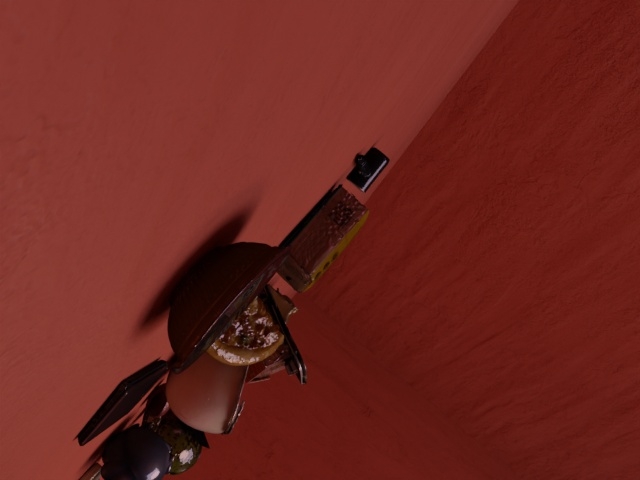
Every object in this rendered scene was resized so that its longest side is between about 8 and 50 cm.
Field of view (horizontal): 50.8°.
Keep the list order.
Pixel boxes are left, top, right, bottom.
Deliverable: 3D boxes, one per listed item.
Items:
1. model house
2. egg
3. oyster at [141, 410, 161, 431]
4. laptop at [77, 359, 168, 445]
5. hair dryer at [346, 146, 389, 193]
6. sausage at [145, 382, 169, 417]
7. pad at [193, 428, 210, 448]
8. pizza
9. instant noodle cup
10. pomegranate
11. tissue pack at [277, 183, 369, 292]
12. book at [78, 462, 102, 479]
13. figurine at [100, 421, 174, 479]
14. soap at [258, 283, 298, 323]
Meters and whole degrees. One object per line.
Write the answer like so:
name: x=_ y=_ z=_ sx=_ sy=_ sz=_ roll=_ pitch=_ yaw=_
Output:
model house: x=-0.162 y=0.257 z=1.768 sx=0.154 sy=0.293 sz=0.207 roll=-23 pitch=159 yaw=-9
egg: x=-0.273 y=0.313 z=1.627 sx=0.264 sy=0.174 sz=0.286 roll=125 pitch=-21 yaw=-47
oyster: x=-0.459 y=0.484 z=1.844 sx=0.103 sy=0.051 sz=0.148 roll=128 pitch=-25 yaw=-72
laptop: x=-0.383 y=0.311 z=1.312 sx=0.154 sy=0.026 sz=0.207 roll=-48 pitch=176 yaw=7
hair dryer: x=0.133 y=-0.218 z=1.896 sx=0.128 sy=0.070 sz=0.255 roll=-50 pitch=172 yaw=0
sausage: x=-0.405 y=0.405 z=1.708 sx=0.094 sy=0.059 sz=0.054 roll=-55 pitch=-172 yaw=11
pad: x=-0.405 y=0.565 z=2.149 sx=0.005 sy=0.202 sz=0.299 roll=-22 pitch=164 yaw=-10
pizza: x=-0.170 y=0.180 z=1.494 sx=0.292 sy=0.058 sz=0.197 roll=22 pitch=70 yaw=-50
instant noodle cup: x=-0.165 y=0.082 z=1.074 sx=0.274 sy=0.091 sz=0.274 roll=-49 pitch=176 yaw=-5
pomegranate: x=-0.482 y=0.626 z=2.166 sx=0.214 sy=0.215 sz=0.247 roll=125 pitch=-28 yaw=-52
tissue pack: x=0.000 y=0.000 z=1.873 sx=0.271 sy=0.134 sz=0.192 roll=-48 pitch=177 yaw=-21
book: x=-0.664 y=0.696 z=1.785 sx=0.202 sy=0.027 sz=0.264 roll=-48 pitch=176 yaw=-34
figurine: x=-0.471 y=0.562 z=1.698 sx=0.197 sy=0.175 sz=0.265 roll=-40 pitch=-179 yaw=-15
soap: x=-0.146 y=0.225 z=2.377 sx=0.076 sy=0.135 sz=0.233 roll=-50 pitch=176 yaw=-4
